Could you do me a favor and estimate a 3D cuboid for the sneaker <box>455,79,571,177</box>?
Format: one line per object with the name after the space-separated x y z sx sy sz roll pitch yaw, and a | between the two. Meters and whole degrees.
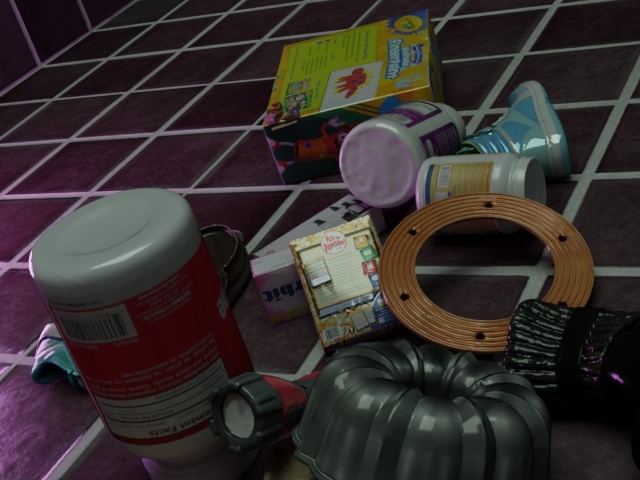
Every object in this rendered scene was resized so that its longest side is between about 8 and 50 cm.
0.355 -0.209 2.086 0.208 0.127 0.319 -14 27 6 | sneaker

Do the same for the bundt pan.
0.134 0.215 1.307 0.330 0.124 0.331 9 14 -2 | bundt pan

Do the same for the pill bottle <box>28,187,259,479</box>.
-0.224 0.151 1.483 0.229 0.408 0.229 -14 29 8 | pill bottle

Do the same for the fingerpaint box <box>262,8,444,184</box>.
0.090 -0.332 2.421 0.371 0.163 0.445 -13 31 12 | fingerpaint box

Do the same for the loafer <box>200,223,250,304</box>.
-0.217 0.061 1.936 0.133 0.130 0.366 -12 29 12 | loafer

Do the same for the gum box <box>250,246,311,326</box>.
-0.015 0.061 1.839 0.188 0.107 0.062 -19 28 0 | gum box

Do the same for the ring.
0.259 0.049 1.683 0.336 0.032 0.337 -4 47 4 | ring

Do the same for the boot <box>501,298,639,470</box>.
0.355 0.190 1.358 0.260 0.131 0.348 1 22 20 | boot

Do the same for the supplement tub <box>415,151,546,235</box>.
0.283 -0.082 1.878 0.199 0.144 0.144 -1 33 30 | supplement tub

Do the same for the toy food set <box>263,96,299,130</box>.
-0.083 -0.272 2.240 0.078 0.019 0.122 -18 31 3 | toy food set

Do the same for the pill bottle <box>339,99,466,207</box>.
0.172 -0.178 2.058 0.169 0.169 0.301 -1 16 30 | pill bottle

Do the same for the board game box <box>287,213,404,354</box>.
0.045 0.070 1.738 0.146 0.045 0.193 -18 67 -1 | board game box

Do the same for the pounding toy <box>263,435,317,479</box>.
0.008 0.308 1.419 0.130 0.100 0.141 -26 23 17 | pounding toy

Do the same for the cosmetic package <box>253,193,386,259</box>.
0.000 0.000 1.991 0.239 0.060 0.099 -33 30 -26 | cosmetic package

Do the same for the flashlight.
-0.021 0.208 1.487 0.103 0.103 0.304 -35 -13 36 | flashlight

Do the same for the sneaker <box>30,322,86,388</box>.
-0.385 0.208 1.839 0.275 0.107 0.110 -6 49 31 | sneaker

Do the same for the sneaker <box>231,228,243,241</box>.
-0.213 0.001 2.141 0.119 0.047 0.057 -15 17 3 | sneaker
